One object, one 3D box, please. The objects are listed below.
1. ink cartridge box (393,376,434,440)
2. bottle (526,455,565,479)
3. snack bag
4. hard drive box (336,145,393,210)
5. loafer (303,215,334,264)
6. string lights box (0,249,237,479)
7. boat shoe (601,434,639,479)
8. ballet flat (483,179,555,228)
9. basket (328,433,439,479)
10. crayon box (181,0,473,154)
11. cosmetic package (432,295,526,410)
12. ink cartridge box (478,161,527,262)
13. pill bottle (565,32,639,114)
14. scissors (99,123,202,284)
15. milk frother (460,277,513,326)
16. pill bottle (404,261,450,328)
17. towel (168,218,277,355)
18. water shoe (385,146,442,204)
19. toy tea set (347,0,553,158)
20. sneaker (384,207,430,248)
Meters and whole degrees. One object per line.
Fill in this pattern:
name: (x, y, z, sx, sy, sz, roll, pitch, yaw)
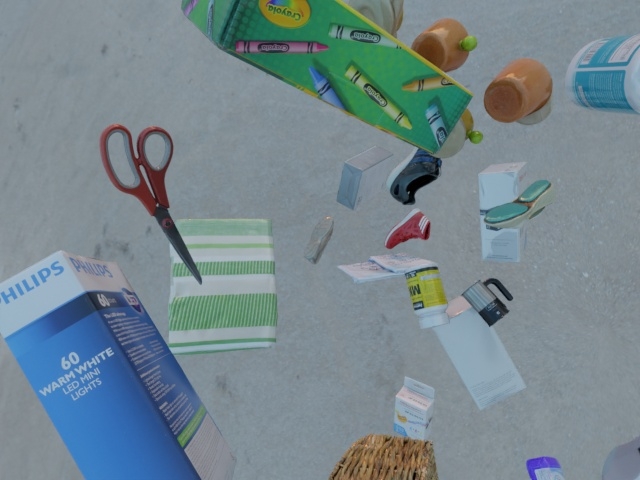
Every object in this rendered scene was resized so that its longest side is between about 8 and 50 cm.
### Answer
ink cartridge box: (0.287, 0.524, 1.297, 0.104, 0.061, 0.181, 15, 118, 34)
bottle: (0.730, 0.825, 1.293, 0.092, 0.118, 0.283, -36, 43, 35)
snack bag: (0.258, 0.105, 1.726, 0.323, 0.342, 0.037, -149, 53, -76)
hard drive box: (0.177, -0.250, 1.671, 0.089, 0.232, 0.181, 32, 131, 24)
loafer: (0.000, 0.000, 1.011, 0.045, 0.039, 0.125, 8, 58, 37)
string lights box: (-0.183, 0.142, 0.401, 0.076, 0.133, 0.260, -32, 86, -9)
boat shoe: (0.823, 0.533, 1.028, 0.105, 0.113, 0.306, 23, 117, 6)
ballet flat: (0.554, -0.079, 1.159, 0.248, 0.086, 0.086, -30, 58, -15)
basket: (0.130, 0.593, 0.879, 0.213, 0.299, 0.223, -7, 103, 25)
crayon box: (0.011, -0.199, 0.449, 0.081, 0.278, 0.165, -60, 40, 22)
cosmetic package: (0.566, 0.402, 1.549, 0.197, 0.155, 0.366, -29, 95, 7)
ink cartridge box: (0.642, -0.104, 1.472, 0.129, 0.223, 0.308, 2, 108, 33)
pill bottle: (0.604, -0.312, 0.792, 0.146, 0.146, 0.264, -51, 17, 14)
scissors: (-0.268, -0.041, 0.683, 0.021, 0.109, 0.297, 21, 124, 44)
milk frother: (0.551, 0.207, 1.401, 0.129, 0.143, 0.135, -31, 68, -18)
pill bottle: (0.367, 0.189, 1.440, 0.119, 0.119, 0.209, -20, 72, 29)
towel: (-0.227, 0.096, 0.982, 0.038, 0.247, 0.325, 115, 151, -60)
water shoe: (0.222, -0.158, 0.850, 0.203, 0.073, 0.080, -52, 51, 19)
toy tea set: (0.183, -0.253, 0.645, 0.336, 0.124, 0.200, 40, 147, 20)
sneaker: (0.378, -0.021, 1.802, 0.221, 0.087, 0.128, -53, 54, 21)
